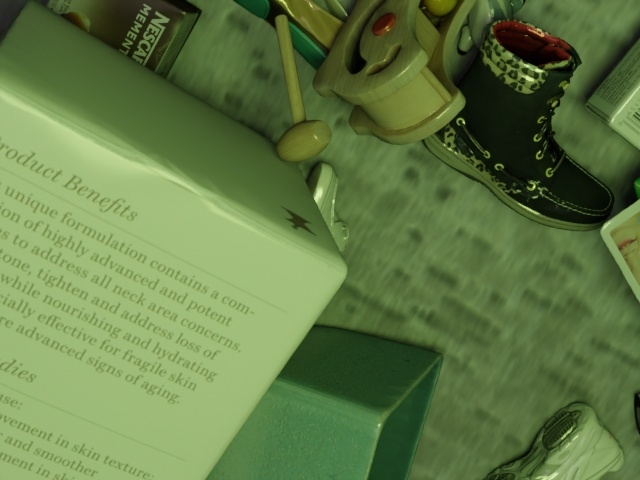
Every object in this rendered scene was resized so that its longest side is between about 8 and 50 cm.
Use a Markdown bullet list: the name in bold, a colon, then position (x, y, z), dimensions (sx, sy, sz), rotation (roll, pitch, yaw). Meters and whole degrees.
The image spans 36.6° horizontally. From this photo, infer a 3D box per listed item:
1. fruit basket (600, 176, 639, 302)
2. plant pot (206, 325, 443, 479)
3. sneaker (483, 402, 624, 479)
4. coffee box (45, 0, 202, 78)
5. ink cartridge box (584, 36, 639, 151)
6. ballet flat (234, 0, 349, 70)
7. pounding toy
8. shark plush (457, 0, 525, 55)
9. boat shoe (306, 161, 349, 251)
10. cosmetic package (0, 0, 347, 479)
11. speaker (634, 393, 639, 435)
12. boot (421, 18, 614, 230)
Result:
- **fruit basket**: position (0.513, 0.033, 1.039), dimensions (0.327, 0.165, 0.353), rotation (-33, 105, 3)
- **plant pot**: position (-0.035, 0.229, 1.115), dimensions (0.252, 0.248, 0.247), rotation (19, 106, 18)
- **sneaker**: position (0.278, 0.313, 1.183), dimensions (0.115, 0.090, 0.232), rotation (42, 104, -10)
- **coffee box**: position (-0.256, -0.186, 1.092), dimensions (0.141, 0.098, 0.246), rotation (32, 105, -3)
- **ink cartridge box**: position (0.464, -0.187, 1.058), dimensions (0.239, 0.060, 0.275), rotation (30, 106, -29)
- **ballet flat**: position (-0.038, -0.267, 1.079), dimensions (0.232, 0.080, 0.073), rotation (41, 76, -8)
- **pounding toy**: position (0.057, -0.198, 0.970), dimensions (0.155, 0.154, 0.269), rotation (43, 61, -31)
- **shark plush**: position (0.197, -0.264, 1.076), dimensions (0.067, 0.073, 0.161), rotation (2, 86, -18)
- **boat shoe**: position (0.000, 0.000, 1.140), dimensions (0.063, 0.066, 0.184), rotation (10, 103, -13)
- **cosmetic package**: position (-0.236, 0.048, 0.911), dimensions (0.329, 0.327, 0.393), rotation (29, 105, -20)
- **speaker**: position (0.450, 0.205, 1.157), dimensions (0.136, 0.055, 0.055), rotation (-6, 104, 6)
- **boot**: position (0.239, -0.118, 1.036), dimensions (0.236, 0.085, 0.178), rotation (29, 142, 0)
